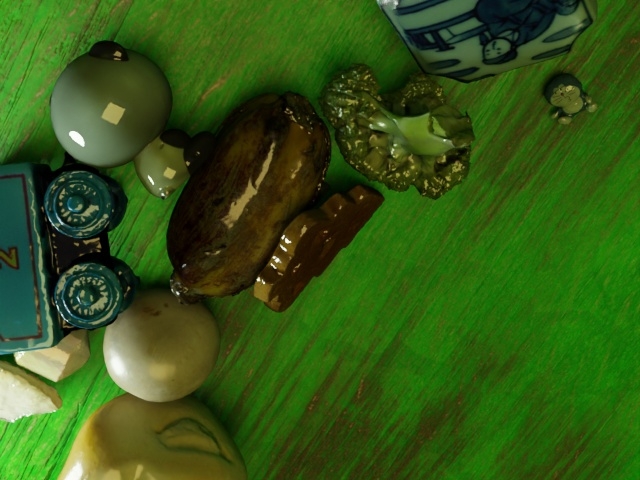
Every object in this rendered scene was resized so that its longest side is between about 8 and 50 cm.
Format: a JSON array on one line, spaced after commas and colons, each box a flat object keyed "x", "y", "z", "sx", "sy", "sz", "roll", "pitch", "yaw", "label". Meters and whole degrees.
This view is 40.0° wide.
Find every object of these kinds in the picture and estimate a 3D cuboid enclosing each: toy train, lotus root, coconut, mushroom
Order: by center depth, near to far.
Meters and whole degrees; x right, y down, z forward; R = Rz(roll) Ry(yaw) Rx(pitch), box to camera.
[{"x": -0.436, "y": 0.012, "z": 1.389, "sx": 0.265, "sy": 0.188, "sz": 0.300, "roll": -7, "pitch": 94, "yaw": -4, "label": "toy train"}, {"x": -0.125, "y": -0.059, "z": 1.426, "sx": 0.195, "sy": 0.179, "sz": 0.397, "roll": 29, "pitch": 110, "yaw": -18, "label": "lotus root"}, {"x": -0.460, "y": 0.184, "z": 1.528, "sx": 0.122, "sy": 0.116, "sz": 0.116, "roll": 25, "pitch": 109, "yaw": -19, "label": "coconut"}, {"x": -0.277, "y": 0.190, "z": 1.539, "sx": 0.204, "sy": 0.204, "sz": 0.204, "roll": -3, "pitch": 116, "yaw": -7, "label": "mushroom"}]

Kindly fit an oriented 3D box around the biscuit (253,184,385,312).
[{"x": -0.001, "y": -0.001, "z": 1.470, "sx": 0.043, "sy": 0.301, "sz": 0.278, "roll": 41, "pitch": 144, "yaw": 15, "label": "biscuit"}]

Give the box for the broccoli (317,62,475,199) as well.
[{"x": 0.129, "y": -0.196, "z": 1.368, "sx": 0.254, "sy": 0.302, "sz": 0.186, "roll": 25, "pitch": 71, "yaw": 10, "label": "broccoli"}]

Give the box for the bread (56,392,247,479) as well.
[{"x": -0.324, "y": 0.459, "z": 1.600, "sx": 0.348, "sy": 0.253, "sz": 0.376, "roll": 15, "pitch": 119, "yaw": -26, "label": "bread"}]

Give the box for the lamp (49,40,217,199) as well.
[{"x": -0.292, "y": -0.178, "z": 1.339, "sx": 0.244, "sy": 0.198, "sz": 0.198, "roll": 43, "pitch": 103, "yaw": -16, "label": "lamp"}]

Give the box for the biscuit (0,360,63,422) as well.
[{"x": -0.586, "y": 0.263, "z": 1.554, "sx": 0.265, "sy": 0.040, "sz": 0.188, "roll": 10, "pitch": 137, "yaw": 5, "label": "biscuit"}]

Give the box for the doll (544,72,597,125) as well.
[{"x": 0.417, "y": -0.242, "z": 1.494, "sx": 0.076, "sy": 0.050, "sz": 0.083, "roll": -31, "pitch": 119, "yaw": 27, "label": "doll"}]

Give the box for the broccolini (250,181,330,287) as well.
[{"x": -0.064, "y": -0.008, "z": 1.537, "sx": 0.051, "sy": 0.054, "sz": 0.239, "roll": 43, "pitch": 101, "yaw": -9, "label": "broccolini"}]

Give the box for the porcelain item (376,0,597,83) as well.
[{"x": 0.238, "y": -0.371, "z": 1.268, "sx": 0.281, "sy": 0.157, "sz": 0.286, "roll": -11, "pitch": 147, "yaw": 25, "label": "porcelain item"}]
